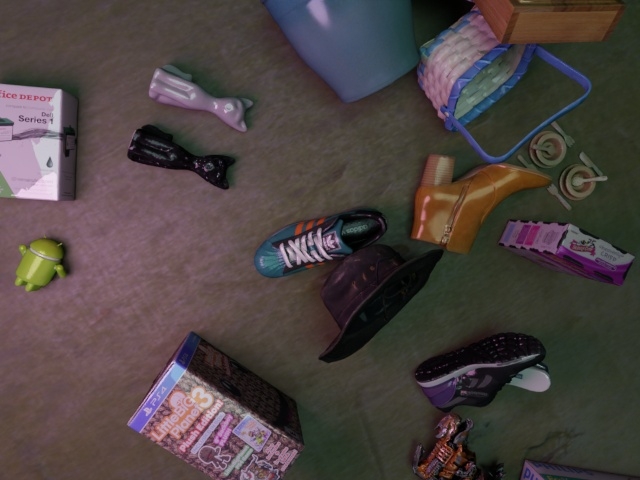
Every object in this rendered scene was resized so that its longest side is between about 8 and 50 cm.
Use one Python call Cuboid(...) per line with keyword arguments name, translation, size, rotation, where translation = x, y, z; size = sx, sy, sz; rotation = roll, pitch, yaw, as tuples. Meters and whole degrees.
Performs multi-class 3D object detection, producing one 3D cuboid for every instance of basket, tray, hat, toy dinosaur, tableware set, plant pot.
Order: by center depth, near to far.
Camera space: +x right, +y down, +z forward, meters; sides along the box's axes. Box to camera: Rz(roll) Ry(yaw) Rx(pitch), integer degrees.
Cuboid(name="tray", translation=(0.386, -0.530, 0.958), size=(0.203, 0.076, 0.410), rotation=(-4, 54, -7))
Cuboid(name="plant pot", translation=(0.065, -0.426, 0.967), size=(0.272, 0.271, 0.255), rotation=(-34, 111, -4))
Cuboid(name="basket", translation=(0.361, -0.326, 1.013), size=(0.255, 0.201, 0.288), rotation=(-35, 66, -3))
Cuboid(name="hat", translation=(0.092, 0.099, 1.014), size=(0.331, 0.331, 0.134), rotation=(-42, 70, -3))
Cuboid(name="toy dinosaur", translation=(0.313, 0.561, 1.130), size=(0.219, 0.164, 0.321), rotation=(11, 116, 6))
Cuboid(name="tableware set", translation=(0.570, -0.175, 1.145), size=(0.194, 0.039, 0.128), rotation=(43, 88, -7))

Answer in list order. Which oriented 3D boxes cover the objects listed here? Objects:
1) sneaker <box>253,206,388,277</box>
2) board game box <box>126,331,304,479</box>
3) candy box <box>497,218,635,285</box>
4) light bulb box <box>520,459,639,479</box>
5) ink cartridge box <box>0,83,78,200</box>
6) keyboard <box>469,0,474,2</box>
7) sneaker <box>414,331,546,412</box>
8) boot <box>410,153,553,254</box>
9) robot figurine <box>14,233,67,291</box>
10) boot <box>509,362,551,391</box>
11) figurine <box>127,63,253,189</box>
Cuboid(name="sneaker", translation=(0.000, 0.000, 1.045), size=(0.303, 0.121, 0.108), rotation=(-22, 96, -5))
Cuboid(name="board game box", translation=(-0.197, 0.343, 0.987), size=(0.291, 0.232, 0.141), rotation=(36, 88, -8))
Cuboid(name="candy box", translation=(0.512, 0.019, 1.053), size=(0.159, 0.233, 0.071), rotation=(25, 90, -9))
Cuboid(name="light bulb box", translation=(0.635, 0.745, 1.118), size=(0.359, 0.225, 0.360), rotation=(12, 93, -7))
Cuboid(name="ink cartridge box", translation=(-0.581, -0.192, 0.976), size=(0.161, 0.092, 0.219), rotation=(3, 94, -8))
Cuboid(name="keyboard", translation=(0.322, -0.541, 1.027), size=(0.318, 0.033, 0.201), rotation=(24, 55, 13))
Cuboid(name="sneaker", translation=(0.365, 0.299, 1.093), size=(0.284, 0.107, 0.124), rotation=(-24, 104, 25))
Cuboid(name="boot", translation=(0.355, -0.071, 1.104), size=(0.296, 0.104, 0.211), rotation=(7, 98, -2))
Cuboid(name="robot figurine", translation=(-0.572, 0.046, 1.005), size=(0.101, 0.067, 0.115), rotation=(27, 90, 4))
Cuboid(name="boot", translation=(0.433, 0.294, 1.149), size=(0.190, 0.086, 0.069), rotation=(17, 102, 20))
Cuboid(name="figurine", translation=(-0.261, -0.234, 1.025), size=(0.210, 0.092, 0.214), rotation=(19, 90, -16))
